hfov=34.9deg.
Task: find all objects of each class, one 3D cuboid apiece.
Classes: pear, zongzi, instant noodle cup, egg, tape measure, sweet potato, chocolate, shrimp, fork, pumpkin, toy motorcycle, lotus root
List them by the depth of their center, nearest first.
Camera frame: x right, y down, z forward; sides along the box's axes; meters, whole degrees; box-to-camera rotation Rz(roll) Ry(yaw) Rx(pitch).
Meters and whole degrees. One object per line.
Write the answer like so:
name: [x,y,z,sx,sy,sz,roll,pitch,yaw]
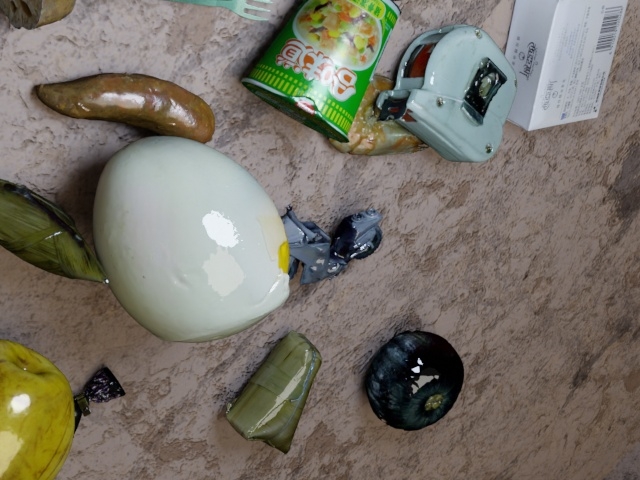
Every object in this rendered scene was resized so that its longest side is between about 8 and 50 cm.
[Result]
lotus root: [-0.377,-0.346,1.360,0.081,0.112,0.122,-16,126,-40]
zongzi: [-0.424,-0.013,1.477,0.094,0.204,0.205,-54,135,1]
sweet potato: [-0.283,-0.210,1.550,0.292,0.097,0.097,13,109,-35]
pear: [-0.515,0.287,1.563,0.281,0.281,0.280,-21,129,-28]
egg: [-0.203,-0.003,1.564,0.283,0.283,0.345,-36,110,-15]
fork: [-0.178,-0.371,1.573,0.235,0.021,0.039,-1,114,-37]
instant noodle cup: [0.016,-0.306,1.658,0.207,0.207,0.232,31,90,-46]
chocolate: [-0.415,0.290,1.789,0.147,0.070,0.072,-42,108,-10]
tape measure: [0.247,-0.271,1.865,0.243,0.125,0.246,32,77,-38]
shrimp: [0.129,-0.226,1.891,0.294,0.062,0.154,3,110,-38]
toy motorcycle: [0.000,0.000,1.905,0.271,0.106,0.159,-20,134,-23]
zongzi: [-0.056,0.321,2.070,0.228,0.115,0.256,-52,143,-6]
pumpkin: [0.210,0.307,2.235,0.233,0.163,0.233,-20,129,-26]

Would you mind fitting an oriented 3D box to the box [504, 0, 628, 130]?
box: [0.477,-0.373,2.033,0.203,0.116,0.274,-15,126,-31]
